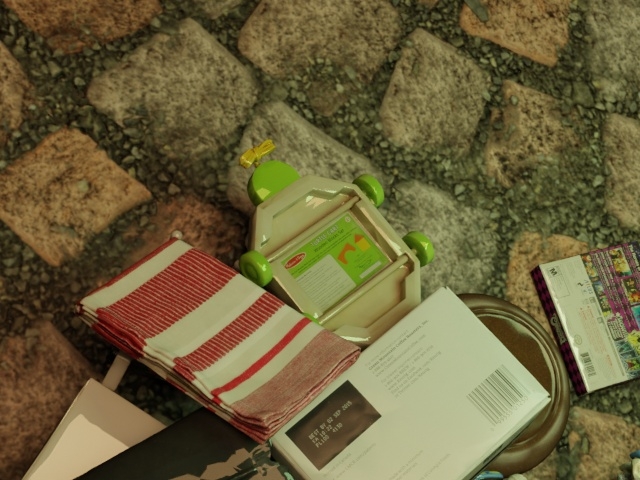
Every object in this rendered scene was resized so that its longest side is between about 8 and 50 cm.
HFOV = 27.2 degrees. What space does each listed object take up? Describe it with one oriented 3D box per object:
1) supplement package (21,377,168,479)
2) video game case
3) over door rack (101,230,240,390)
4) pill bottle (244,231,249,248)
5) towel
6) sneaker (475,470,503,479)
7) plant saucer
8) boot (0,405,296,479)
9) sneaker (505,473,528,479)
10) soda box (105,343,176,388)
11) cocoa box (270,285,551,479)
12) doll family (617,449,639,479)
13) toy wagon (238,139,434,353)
[{"bbox_3d":[-0.253,0.353,1.821,0.293,0.177,0.175,34,64,-5],"label":"supplement package"},{"bbox_3d":[0.490,0.130,2.243,0.210,0.042,0.232,-13,75,-23],"label":"video game case"},{"bbox_3d":[-0.149,0.128,1.924,0.239,0.108,0.324,26,36,-7],"label":"over door rack"},{"bbox_3d":[-0.002,0.012,2.076,0.215,0.117,0.117,31,63,-6],"label":"pill bottle"},{"bbox_3d":[-0.137,0.120,1.785,0.329,0.037,0.237,31,38,18],"label":"towel"},{"bbox_3d":[0.203,0.412,2.027,0.188,0.067,0.078,-30,91,-23],"label":"sneaker"},{"bbox_3d":[0.273,0.226,2.129,0.311,0.050,0.310,7,69,-17],"label":"plant saucer"},{"bbox_3d":[-0.279,0.294,1.652,0.445,0.146,0.367,-24,87,-20],"label":"boot"},{"bbox_3d":[0.245,0.469,1.977,0.153,0.094,0.235,0,100,-14],"label":"sneaker"},{"bbox_3d":[-0.228,0.178,1.963,0.169,0.060,0.053,22,57,-11],"label":"soda box"},{"bbox_3d":[0.115,0.283,1.910,0.347,0.228,0.231,-38,74,-19],"label":"cocoa box"},{"bbox_3d":[0.548,0.451,2.116,0.263,0.118,0.163,22,56,-30],"label":"doll family"},{"bbox_3d":[0.000,0.000,1.971,0.267,0.068,0.344,-35,80,-34],"label":"toy wagon"}]
